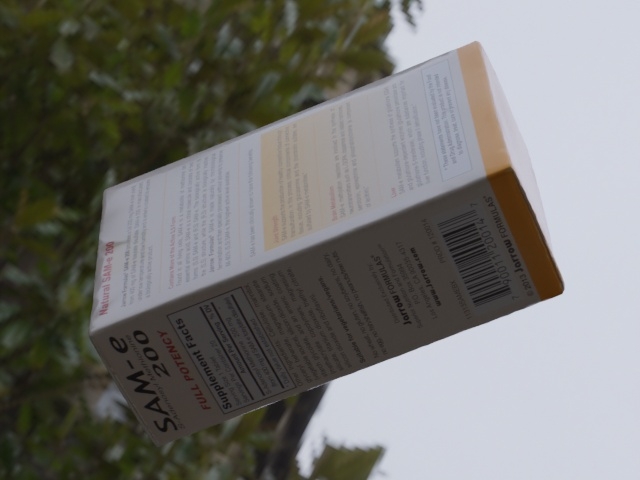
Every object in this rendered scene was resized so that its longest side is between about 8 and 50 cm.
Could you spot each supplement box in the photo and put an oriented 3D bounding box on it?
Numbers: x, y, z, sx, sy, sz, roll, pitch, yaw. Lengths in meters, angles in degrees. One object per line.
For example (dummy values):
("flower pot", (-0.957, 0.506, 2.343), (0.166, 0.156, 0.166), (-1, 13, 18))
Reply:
("supplement box", (0.000, 0.000, 0.409), (0.098, 0.062, 0.036), (-21, -59, 11))
